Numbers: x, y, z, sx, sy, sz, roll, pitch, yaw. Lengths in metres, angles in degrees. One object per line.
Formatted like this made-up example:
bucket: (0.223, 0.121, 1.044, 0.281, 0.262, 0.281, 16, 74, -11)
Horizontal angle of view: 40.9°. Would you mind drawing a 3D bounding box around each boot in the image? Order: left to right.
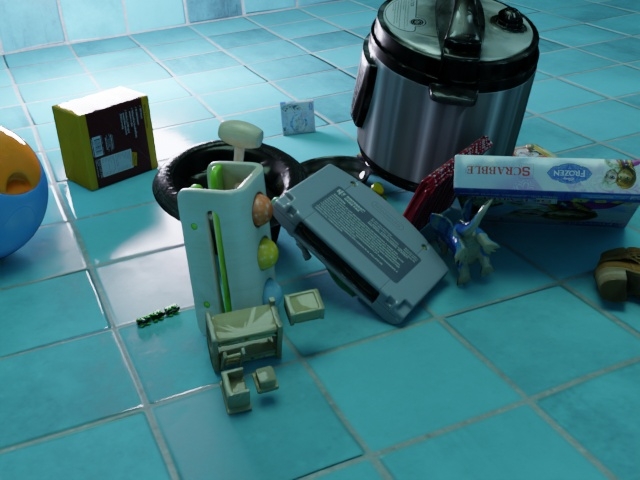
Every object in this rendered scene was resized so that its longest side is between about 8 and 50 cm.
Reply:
boot: (0.568, 0.058, 1.458, 0.197, 0.073, 0.152, 9, 23, 15)

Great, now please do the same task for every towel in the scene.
towel: (0.231, -0.085, 1.675, 0.031, 0.199, 0.275, 39, 42, 14)

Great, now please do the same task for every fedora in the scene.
fedora: (-0.176, -0.067, 1.714, 0.333, 0.153, 0.334, -1, 35, 0)

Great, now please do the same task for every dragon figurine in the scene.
dragon figurine: (0.247, -0.019, 1.512, 0.085, 0.289, 0.144, -23, 59, 0)

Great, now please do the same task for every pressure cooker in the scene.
pressure cooker: (0.275, -0.356, 1.851, 0.375, 0.421, 0.370, -23, 49, -30)

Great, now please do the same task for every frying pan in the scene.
frying pan: (-0.041, -0.147, 1.973, 0.325, 0.053, 0.197, -1, 27, 11)

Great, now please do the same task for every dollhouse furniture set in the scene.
dollhouse furniture set: (-0.071, 0.183, 1.321, 0.181, 0.101, 0.161, -11, 52, -13)

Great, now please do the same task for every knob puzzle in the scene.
knob puzzle: (0.463, -0.188, 2.002, 0.213, 0.030, 0.213, -4, 27, 2)

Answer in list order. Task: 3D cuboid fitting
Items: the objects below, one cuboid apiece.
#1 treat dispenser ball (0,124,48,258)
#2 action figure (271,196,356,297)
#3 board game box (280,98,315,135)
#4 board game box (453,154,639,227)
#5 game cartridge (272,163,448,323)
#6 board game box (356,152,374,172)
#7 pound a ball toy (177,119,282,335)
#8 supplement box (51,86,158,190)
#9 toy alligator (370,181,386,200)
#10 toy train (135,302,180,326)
treat dispenser ball: (-0.693, -0.097, 1.709, 0.288, 0.288, 0.288, -3, 27, 2)
action figure: (0.000, 0.000, 1.545, 0.232, 0.063, 0.137, 42, 38, 8)
board game box: (-0.060, -0.330, 2.292, 0.089, 0.090, 0.020, -6, 30, -4)
board game box: (0.417, -0.086, 1.583, 0.318, 0.066, 0.318, 3, -8, 15)
game cartridge: (0.078, -0.003, 1.514, 0.297, 0.062, 0.198, 43, 38, 10)
board game box: (0.197, -0.214, 2.073, 0.146, 0.045, 0.193, 12, 32, 29)
pound a ball toy: (-0.124, -0.021, 1.438, 0.135, 0.319, 0.208, 5, 28, 17)
supplement box: (-0.524, -0.253, 2.098, 0.194, 0.192, 0.129, -25, 34, -37)
toy alligator: (0.097, -0.069, 1.804, 0.051, 0.056, 0.189, 44, 39, 3)
toy train: (-0.286, 0.130, 1.501, 0.083, 0.017, 0.023, -20, 21, -28)
